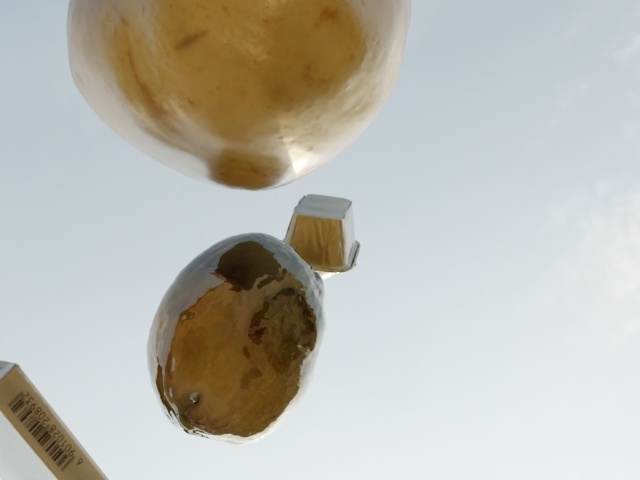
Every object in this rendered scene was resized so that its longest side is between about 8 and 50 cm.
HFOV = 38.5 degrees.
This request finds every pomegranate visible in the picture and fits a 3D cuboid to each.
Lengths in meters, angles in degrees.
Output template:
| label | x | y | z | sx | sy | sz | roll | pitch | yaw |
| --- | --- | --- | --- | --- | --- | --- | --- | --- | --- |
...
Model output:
| label | x | y | z | sx | sy | sz | roll | pitch | yaw |
| --- | --- | --- | --- | --- | --- | --- | --- | --- | --- |
| pomegranate | -0.080 | -0.218 | 0.842 | 0.343 | 0.342 | 0.342 | -4 | -67 | -9 |

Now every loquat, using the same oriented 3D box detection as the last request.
| label | x | y | z | sx | sy | sz | roll | pitch | yaw |
| --- | --- | --- | --- | --- | --- | --- | --- | --- | --- |
| loquat | -0.088 | 0.102 | 0.969 | 0.179 | 0.179 | 0.227 | 19 | -94 | -17 |

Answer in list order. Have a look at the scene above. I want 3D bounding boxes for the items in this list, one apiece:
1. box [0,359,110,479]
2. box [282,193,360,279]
| label | x | y | z | sx | sy | sz | roll | pitch | yaw |
| --- | --- | --- | --- | --- | --- | --- | --- | --- | --- |
| box | -0.321 | 0.285 | 1.096 | 0.051 | 0.205 | 0.365 | -49 | -58 | -35 |
| box | 0.000 | 0.000 | 1.235 | 0.111 | 0.177 | 0.111 | 2 | -74 | 8 |
